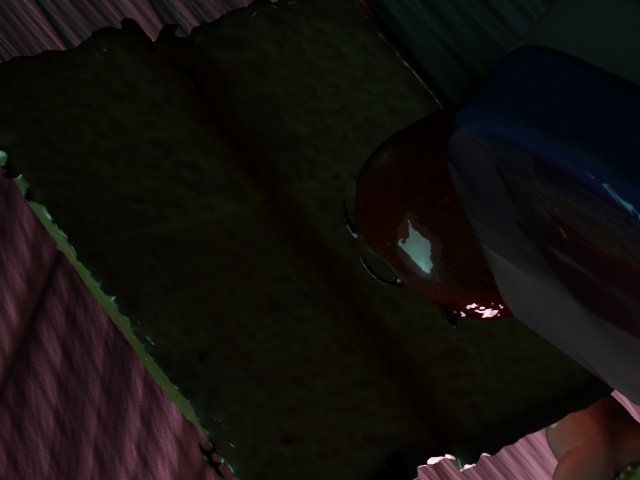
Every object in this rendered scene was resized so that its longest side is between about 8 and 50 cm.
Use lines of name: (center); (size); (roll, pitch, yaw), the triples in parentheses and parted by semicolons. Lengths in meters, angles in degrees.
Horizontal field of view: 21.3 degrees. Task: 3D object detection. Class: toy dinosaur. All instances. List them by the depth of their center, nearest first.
toy dinosaur: (0.244, 0.157, 1.436); (0.194, 0.177, 0.152); (17, -166, 42)

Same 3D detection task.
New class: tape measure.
tape measure: (0.198, -0.019, 0.939); (0.259, 0.138, 0.262); (32, 161, 45)

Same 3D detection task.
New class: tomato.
tomato: (0.105, -0.026, 1.204); (0.167, 0.167, 0.167); (44, 167, 13)

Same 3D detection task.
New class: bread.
bread: (0.000, 0.000, 1.273); (0.242, 0.346, 0.405); (43, 162, 47)
